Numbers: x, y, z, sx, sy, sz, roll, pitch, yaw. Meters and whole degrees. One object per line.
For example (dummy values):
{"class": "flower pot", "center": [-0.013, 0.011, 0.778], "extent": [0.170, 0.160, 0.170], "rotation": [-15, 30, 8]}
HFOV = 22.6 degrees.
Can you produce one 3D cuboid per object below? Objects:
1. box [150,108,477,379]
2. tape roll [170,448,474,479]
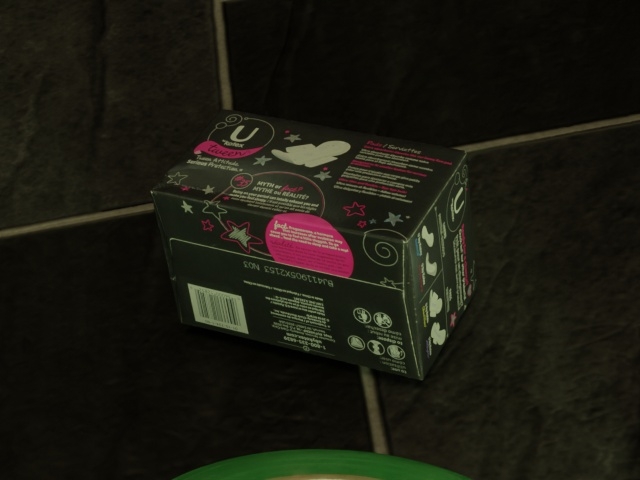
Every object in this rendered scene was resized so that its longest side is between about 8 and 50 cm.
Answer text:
{"class": "box", "center": [0.000, 0.000, 1.427], "extent": [0.247, 0.163, 0.142], "rotation": [12, 42, 25]}
{"class": "tape roll", "center": [0.010, 0.253, 1.110], "extent": [0.321, 0.077, 0.321], "rotation": [2, 22, -1]}
